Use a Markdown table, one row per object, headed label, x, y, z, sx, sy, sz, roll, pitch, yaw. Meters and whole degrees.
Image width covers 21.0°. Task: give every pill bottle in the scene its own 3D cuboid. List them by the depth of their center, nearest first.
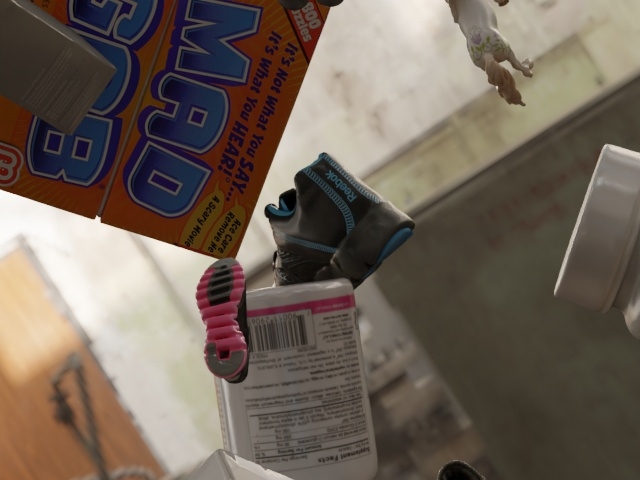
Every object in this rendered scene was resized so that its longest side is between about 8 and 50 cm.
| label | x | y | z | sx | sy | sz | roll | pitch | yaw |
| --- | --- | --- | --- | --- | --- | --- | --- | --- | --- |
| pill bottle | -0.026 | 0.188 | 1.812 | 0.160 | 0.283 | 0.160 | -8 | 0 | 0 |
| pill bottle | 0.481 | 0.037 | 1.967 | 0.224 | 0.392 | 0.224 | 18 | -90 | -84 |

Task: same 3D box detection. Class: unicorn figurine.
| label | x | y | z | sx | sy | sz | roll | pitch | yaw |
| --- | --- | --- | --- | --- | --- | --- | --- | --- | --- |
| unicorn figurine | 0.130 | -0.195 | 1.506 | 0.060 | 0.162 | 0.111 | -46 | -29 | 17 |

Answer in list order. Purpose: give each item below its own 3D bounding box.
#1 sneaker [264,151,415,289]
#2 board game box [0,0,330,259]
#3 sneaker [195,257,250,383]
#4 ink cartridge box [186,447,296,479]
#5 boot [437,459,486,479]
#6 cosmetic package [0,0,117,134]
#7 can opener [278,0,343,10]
| label | x | y | z | sx | sy | sz | roll | pitch | yaw |
| --- | --- | --- | --- | --- | --- | --- | --- | --- | --- |
| sneaker | 0.000 | 0.000 | 2.007 | 0.125 | 0.139 | 0.341 | -41 | -3 | -27 |
| board game box | -0.226 | -0.240 | 2.207 | 0.356 | 0.356 | 0.356 | -104 | 34 | -69 |
| sneaker | -0.082 | 0.075 | 1.556 | 0.047 | 0.119 | 0.057 | -8 | -26 | 13 |
| ink cartridge box | -0.032 | 0.354 | 1.561 | 0.270 | 0.197 | 0.198 | 28 | -67 | -38 |
| boot | 0.172 | 0.326 | 1.687 | 0.076 | 0.189 | 0.208 | -26 | -25 | -12 |
| cosmetic package | -0.352 | -0.224 | 1.878 | 0.238 | 0.127 | 0.107 | 29 | -81 | -41 |
| can opener | 0.029 | -0.311 | 1.651 | 0.076 | 0.095 | 0.283 | -2 | 50 | 25 |
